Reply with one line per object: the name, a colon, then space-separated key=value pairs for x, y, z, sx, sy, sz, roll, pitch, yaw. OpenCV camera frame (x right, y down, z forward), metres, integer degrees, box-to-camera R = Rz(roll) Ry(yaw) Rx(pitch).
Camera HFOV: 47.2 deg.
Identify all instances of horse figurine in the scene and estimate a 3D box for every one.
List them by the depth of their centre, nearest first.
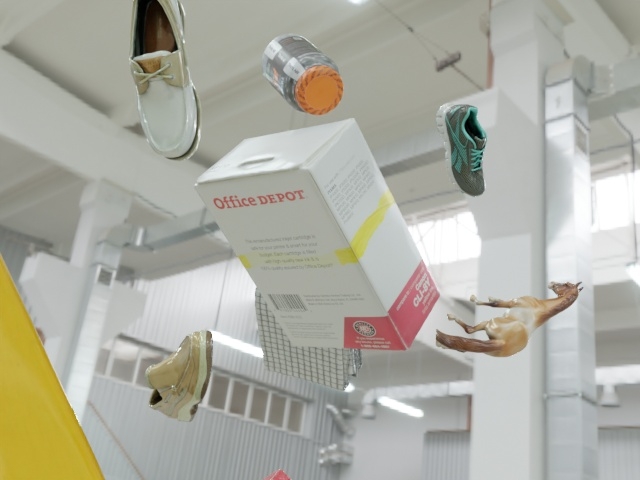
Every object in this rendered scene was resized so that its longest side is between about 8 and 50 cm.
horse figurine: x=0.306 y=0.136 z=1.231 sx=0.175 sy=0.066 sz=0.263 roll=6 pitch=25 yaw=44

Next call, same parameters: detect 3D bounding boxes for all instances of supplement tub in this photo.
supplement tub: x=-0.033 y=-0.318 z=1.413 sx=0.117 sy=0.190 sz=0.116 roll=-12 pitch=-56 yaw=-18

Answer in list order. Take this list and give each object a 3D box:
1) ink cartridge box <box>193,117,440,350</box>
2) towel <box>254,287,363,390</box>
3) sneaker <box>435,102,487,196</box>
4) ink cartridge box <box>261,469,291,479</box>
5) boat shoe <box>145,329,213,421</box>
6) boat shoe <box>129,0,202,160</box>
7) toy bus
ink cartridge box: x=0.000 y=0.000 z=1.290 sx=0.279 sy=0.160 sz=0.384 roll=-3 pitch=-54 yaw=42
towel: x=-0.020 y=0.206 z=1.740 sx=0.235 sy=0.121 sz=0.283 roll=10 pitch=-52 yaw=21
sneaker: x=0.247 y=-0.151 z=1.222 sx=0.065 sy=0.166 sz=0.076 roll=-27 pitch=13 yaw=-27
ink cartridge box: x=-0.087 y=0.487 z=1.000 sx=0.197 sy=0.273 sz=0.114 roll=48 pitch=-54 yaw=1
boat shoe: x=-0.176 y=0.167 z=0.884 sx=0.072 sy=0.068 sz=0.190 roll=11 pitch=-42 yaw=-13
boat shoe: x=-0.274 y=-0.286 z=1.234 sx=0.113 sy=0.302 sz=0.103 roll=-11 pitch=-7 yaw=7
toy bus: x=-0.267 y=0.080 z=0.497 sx=0.108 sy=0.332 sz=0.130 roll=-11 pitch=-26 yaw=-49
